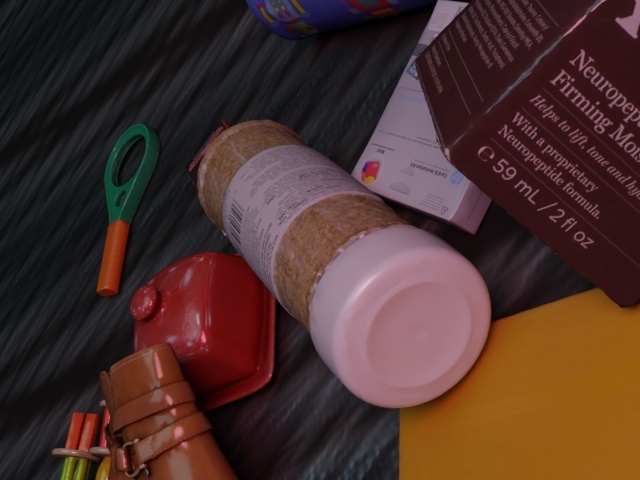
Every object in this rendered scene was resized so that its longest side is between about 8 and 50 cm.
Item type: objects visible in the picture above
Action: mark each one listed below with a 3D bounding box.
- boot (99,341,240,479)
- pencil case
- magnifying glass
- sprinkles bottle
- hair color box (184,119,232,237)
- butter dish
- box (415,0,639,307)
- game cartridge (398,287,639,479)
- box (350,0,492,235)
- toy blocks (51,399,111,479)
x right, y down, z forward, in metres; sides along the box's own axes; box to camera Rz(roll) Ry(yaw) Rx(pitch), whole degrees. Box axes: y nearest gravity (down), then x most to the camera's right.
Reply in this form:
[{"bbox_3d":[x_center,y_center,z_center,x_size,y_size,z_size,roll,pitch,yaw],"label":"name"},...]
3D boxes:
[{"bbox_3d":[-0.098,0.191,0.830,0.283,0.109,0.220,-24,74,54],"label":"boot"},{"bbox_3d":[0.057,-0.283,0.953,0.306,0.119,0.133,-5,73,47],"label":"pencil case"},{"bbox_3d":[-0.243,-0.041,1.236,0.092,0.026,0.231,-19,54,41],"label":"magnifying glass"},{"bbox_3d":[0.000,0.000,0.818,0.121,0.121,0.355,-58,30,7],"label":"sprinkles bottle"},{"bbox_3d":[-0.088,-0.061,1.053,0.072,0.043,0.141,-52,40,13],"label":"hair color box"},{"bbox_3d":[-0.129,0.075,0.960,0.160,0.118,0.160,-27,51,38],"label":"butter dish"},{"bbox_3d":[0.192,-0.106,0.626,0.203,0.168,0.167,-45,20,21],"label":"box"},{"bbox_3d":[0.181,0.166,0.619,0.324,0.053,0.285,-25,52,42],"label":"game cartridge"},{"bbox_3d":[0.116,-0.111,0.855,0.145,0.038,0.186,25,88,52],"label":"box"},{"bbox_3d":[-0.233,0.206,1.054,0.123,0.054,0.148,-13,60,44],"label":"toy blocks"}]
